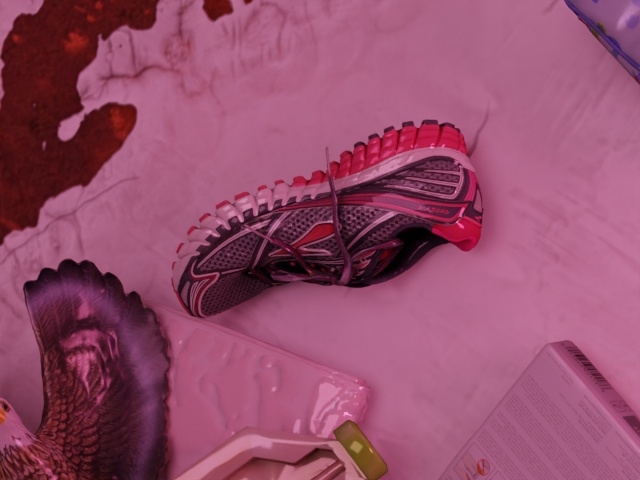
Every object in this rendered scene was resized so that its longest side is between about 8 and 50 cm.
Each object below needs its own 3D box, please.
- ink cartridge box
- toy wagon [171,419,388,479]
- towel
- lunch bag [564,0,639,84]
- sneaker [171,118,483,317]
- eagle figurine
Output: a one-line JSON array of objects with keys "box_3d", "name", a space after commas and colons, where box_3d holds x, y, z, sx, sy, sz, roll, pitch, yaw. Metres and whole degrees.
[{"box_3d": [0.192, 0.195, 1.582, 0.145, 0.045, 0.179, 51, 122, 29], "name": "ink cartridge box"}, {"box_3d": [-0.007, 0.328, 1.593, 0.267, 0.068, 0.344, -36, 79, -1], "name": "toy wagon"}, {"box_3d": [-0.139, 0.235, 1.745, 0.317, 0.053, 0.331, 19, 86, 33], "name": "towel"}, {"box_3d": [0.321, -0.195, 1.573, 0.176, 0.090, 0.219, -42, 61, 11], "name": "lunch bag"}, {"box_3d": [0.000, 0.000, 1.688, 0.299, 0.121, 0.112, -26, 67, 22], "name": "sneaker"}, {"box_3d": [-0.251, 0.188, 1.712, 0.298, 0.226, 0.225, -95, 13, -52], "name": "eagle figurine"}]
